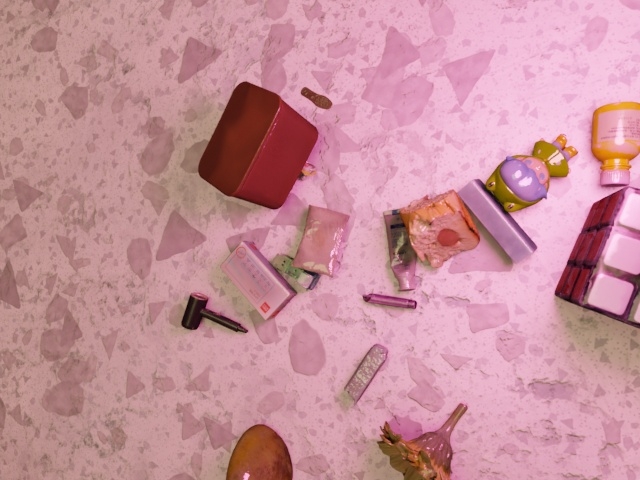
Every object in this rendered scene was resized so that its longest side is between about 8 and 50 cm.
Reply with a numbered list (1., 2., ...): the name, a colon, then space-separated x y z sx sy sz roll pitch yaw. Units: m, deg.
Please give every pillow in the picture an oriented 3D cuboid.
1. pillow: 0.000 0.000 1.461 0.148 0.050 0.230 11 74 15

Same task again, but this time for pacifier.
1. pacifier: -0.052 -0.239 1.524 0.083 0.068 0.064 34 131 17

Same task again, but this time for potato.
1. potato: -0.194 0.756 1.408 0.111 0.255 0.270 -22 81 17

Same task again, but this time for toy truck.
1. toy truck: -0.091 0.101 1.498 0.175 0.081 0.067 32 95 17

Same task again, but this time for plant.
1. plant: 0.305 0.629 1.313 0.261 0.297 0.306 -21 125 39

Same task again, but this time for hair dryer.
1. hair dryer: -0.383 0.297 1.599 0.255 0.070 0.129 23 95 13

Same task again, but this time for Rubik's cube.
1. Rubik's cube: 0.811 0.069 1.087 0.300 0.305 0.304 21 96 17

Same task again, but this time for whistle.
1. whistle: 0.221 0.195 1.414 0.176 0.033 0.033 7 89 19

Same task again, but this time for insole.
1. insole: -0.015 -0.499 1.543 0.135 0.002 0.045 36 98 17

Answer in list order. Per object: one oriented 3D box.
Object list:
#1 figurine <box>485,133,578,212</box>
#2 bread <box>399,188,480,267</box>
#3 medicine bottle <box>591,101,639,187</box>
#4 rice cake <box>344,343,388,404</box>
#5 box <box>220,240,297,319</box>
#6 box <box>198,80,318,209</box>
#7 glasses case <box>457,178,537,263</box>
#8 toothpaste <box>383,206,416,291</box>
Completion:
1. figurine: 0.608 -0.194 1.258 0.263 0.143 0.162 -36 83 -4
2. bread: 0.346 -0.027 1.273 0.183 0.211 0.224 -30 92 19
3. medicine bottle: 0.806 -0.255 1.195 0.121 0.122 0.213 3 89 18
4. rice cake: 0.147 0.422 1.412 0.063 0.069 0.207 34 101 15
5. box: -0.218 0.134 1.539 0.269 0.079 0.135 45 100 15
6. box: -0.199 -0.297 1.450 0.239 0.229 0.340 33 98 36
7. glasses case: 0.527 -0.068 1.288 0.266 0.105 0.056 54 145 13
8. toothpaste: 0.261 0.027 1.405 0.096 0.061 0.266 -9 78 19
